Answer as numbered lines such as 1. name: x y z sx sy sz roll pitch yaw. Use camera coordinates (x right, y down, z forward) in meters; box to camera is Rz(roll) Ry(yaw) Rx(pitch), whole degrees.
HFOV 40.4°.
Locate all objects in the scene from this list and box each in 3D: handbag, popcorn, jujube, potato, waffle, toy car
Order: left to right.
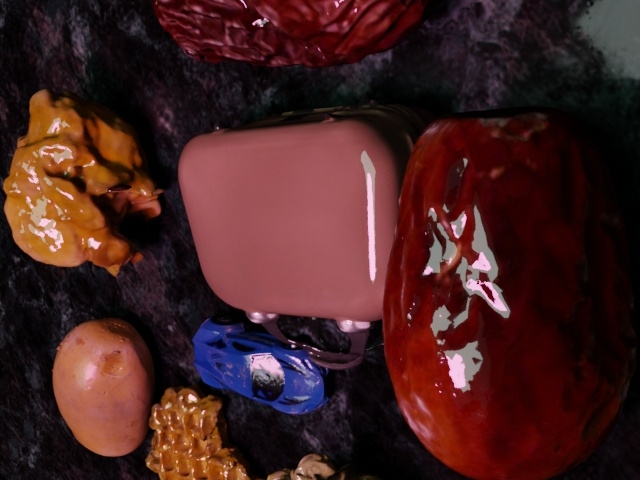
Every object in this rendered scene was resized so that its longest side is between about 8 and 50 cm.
1. popcorn: -0.329 -0.069 1.172 0.191 0.190 0.254 -35 84 51
2. potato: -0.329 0.222 1.312 0.150 0.146 0.234 -124 39 -55
3. waffle: -0.160 0.338 1.248 0.253 0.056 0.249 39 127 28
4. toy car: -0.082 0.162 1.113 0.216 0.063 0.103 13 112 39
5. jujube: -0.033 -0.260 0.843 0.342 0.216 0.216 -6 101 51
6. handbag: 0.000 0.000 0.932 0.301 0.149 0.283 0 102 40
7. jujube: 0.160 0.048 0.753 0.223 0.223 0.318 6 106 40

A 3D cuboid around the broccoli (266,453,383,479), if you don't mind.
1. broccoli: -0.044 0.376 1.030 0.248 0.245 0.288 36 104 60
